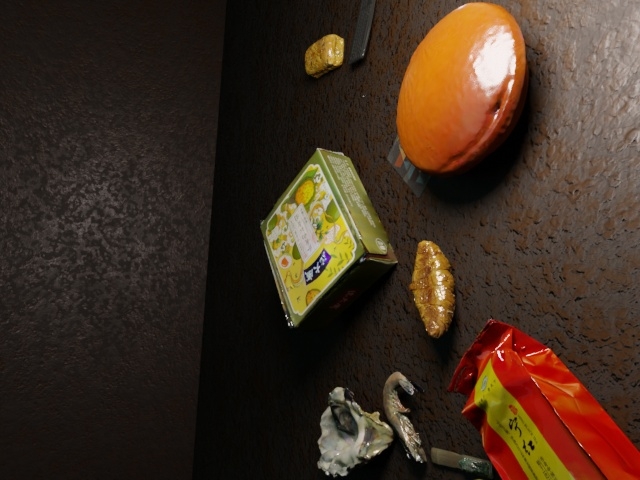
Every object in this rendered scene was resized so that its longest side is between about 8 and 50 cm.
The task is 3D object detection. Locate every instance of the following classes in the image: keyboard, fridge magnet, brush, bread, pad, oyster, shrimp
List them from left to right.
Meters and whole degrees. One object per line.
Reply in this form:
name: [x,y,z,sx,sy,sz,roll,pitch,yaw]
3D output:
bread: [0.010,-0.662,1.830,0.211,0.083,0.114,-176,88,-66]
oyster: [0.079,0.530,1.407,0.351,0.114,0.238,-30,49,53]
keyboard: [0.132,-0.647,1.617,0.103,0.041,0.381,5,89,64]
shrimp: [0.212,0.418,1.223,0.219,0.046,0.152,-114,36,-47]
pad: [0.243,-0.225,1.343,0.143,0.003,0.211,-67,30,30]
bread: [0.260,0.113,1.155,0.105,0.076,0.233,-31,49,44]
brush: [0.289,0.469,1.074,0.190,0.027,0.034,156,119,-62]
fridge magnet: [0.294,-0.313,1.084,0.363,0.155,0.364,-23,63,60]

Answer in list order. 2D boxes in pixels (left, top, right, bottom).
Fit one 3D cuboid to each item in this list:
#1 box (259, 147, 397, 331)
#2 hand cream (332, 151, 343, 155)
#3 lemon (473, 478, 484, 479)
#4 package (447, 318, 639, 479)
box: [0.000,0.000,1.525,0.373,0.138,0.420,-47,50,34]
hand cream: [-0.003,-0.153,1.737,0.139,0.089,0.314,25,103,54]
lemon: [0.303,0.513,0.944,0.133,0.109,0.109,-99,28,-45]
package: [0.374,0.336,0.818,0.196,0.123,0.423,-67,30,27]
